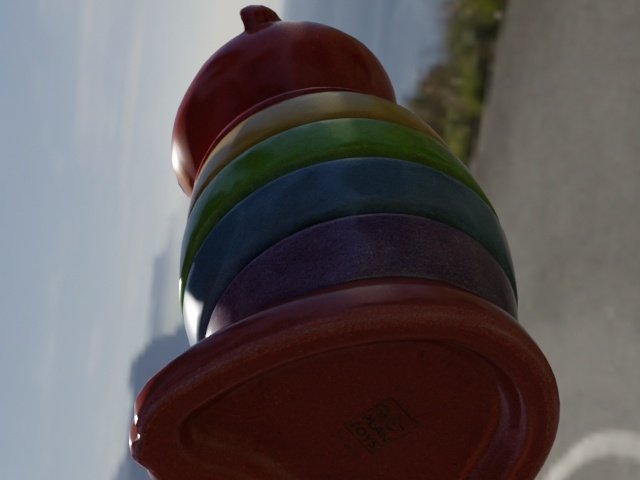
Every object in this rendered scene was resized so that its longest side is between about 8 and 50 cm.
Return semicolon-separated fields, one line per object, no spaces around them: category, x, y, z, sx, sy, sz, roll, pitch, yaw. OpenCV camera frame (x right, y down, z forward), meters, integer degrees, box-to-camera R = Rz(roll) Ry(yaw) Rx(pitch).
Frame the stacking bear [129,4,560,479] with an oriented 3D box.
stacking bear;0.000;0.000;0.901;0.175;0.164;0.289;49;-164;-37
